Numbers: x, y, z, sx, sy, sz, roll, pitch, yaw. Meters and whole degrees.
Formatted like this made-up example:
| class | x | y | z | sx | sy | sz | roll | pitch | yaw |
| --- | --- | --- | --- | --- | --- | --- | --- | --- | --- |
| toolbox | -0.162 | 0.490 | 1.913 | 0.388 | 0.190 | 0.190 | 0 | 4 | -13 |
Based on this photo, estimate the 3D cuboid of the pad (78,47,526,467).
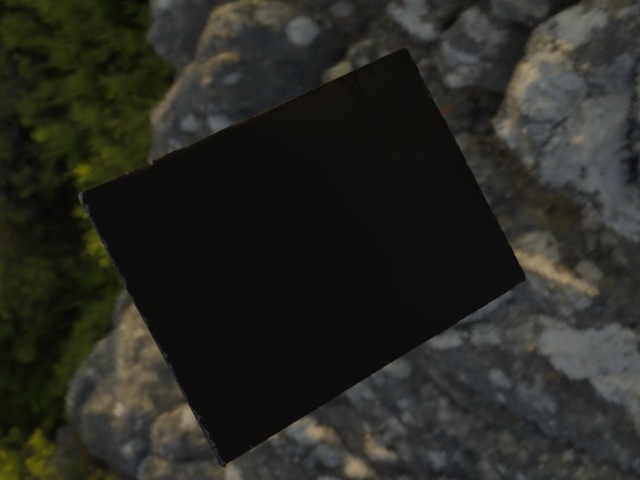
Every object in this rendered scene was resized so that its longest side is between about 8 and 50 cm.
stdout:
| class | x | y | z | sx | sy | sz | roll | pitch | yaw |
| --- | --- | --- | --- | --- | --- | --- | --- | --- | --- |
| pad | 0.000 | 0.000 | 1.005 | 0.005 | 0.300 | 0.202 | -26 | 92 | 57 |
